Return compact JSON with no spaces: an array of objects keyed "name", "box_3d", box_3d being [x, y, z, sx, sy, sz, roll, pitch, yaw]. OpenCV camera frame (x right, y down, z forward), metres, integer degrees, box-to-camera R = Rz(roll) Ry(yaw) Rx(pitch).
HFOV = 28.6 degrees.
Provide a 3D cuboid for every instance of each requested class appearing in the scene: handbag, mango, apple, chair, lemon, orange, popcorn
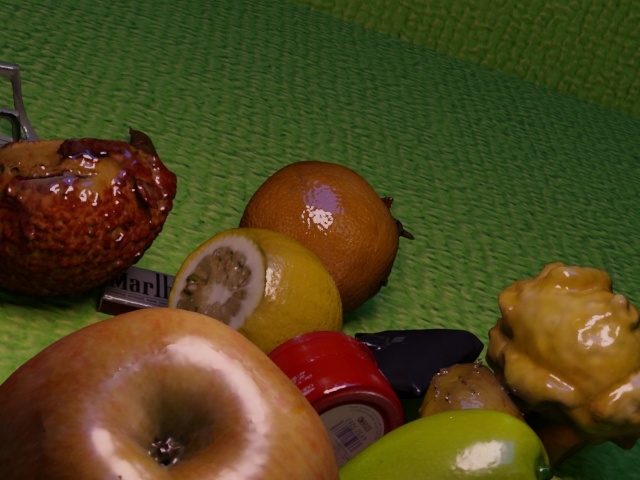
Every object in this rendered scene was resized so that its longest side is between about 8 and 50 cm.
[{"name":"handbag","box_3d":[0.104,0.185,1.886,0.211,0.088,0.254,2,12,28]},{"name":"mango","box_3d":[0.106,0.309,1.493,0.343,0.156,0.192,-21,26,6]},{"name":"apple","box_3d":[-0.165,0.258,1.256,0.391,0.346,0.391,9,50,-11]},{"name":"chair","box_3d":[-0.585,-0.209,2.105,0.275,0.190,0.203,5,30,-14]},{"name":"lemon","box_3d":[-0.081,0.111,1.777,0.219,0.240,0.240,33,12,-43]},{"name":"orange","box_3d":[0.000,0.000,2.036,0.264,0.264,0.264,17,26,-8]},{"name":"popcorn","box_3d":[0.370,0.194,1.856,0.281,0.316,0.297,-9,24,-30]}]

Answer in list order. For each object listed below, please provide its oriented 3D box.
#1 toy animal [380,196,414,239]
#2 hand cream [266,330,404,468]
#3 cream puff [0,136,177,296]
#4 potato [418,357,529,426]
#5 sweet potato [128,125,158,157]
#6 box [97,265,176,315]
[{"name":"toy animal","box_3d":[0.043,-0.059,2.287,0.298,0.122,0.185,31,12,32]},{"name":"hand cream","box_3d":[0.005,0.227,1.653,0.193,0.193,0.125,6,31,-29]},{"name":"cream puff","box_3d":[-0.378,-0.033,1.811,0.350,0.228,0.350,-5,-1,0]},{"name":"potato","box_3d":[0.204,0.292,1.678,0.173,0.140,0.300,18,46,-6]},{"name":"sweet potato","box_3d":[-0.320,-0.140,2.267,0.066,0.072,0.314,-2,34,-14]},{"name":"box","box_3d":[-0.248,0.086,1.917,0.177,0.036,0.115,14,26,-14]}]
